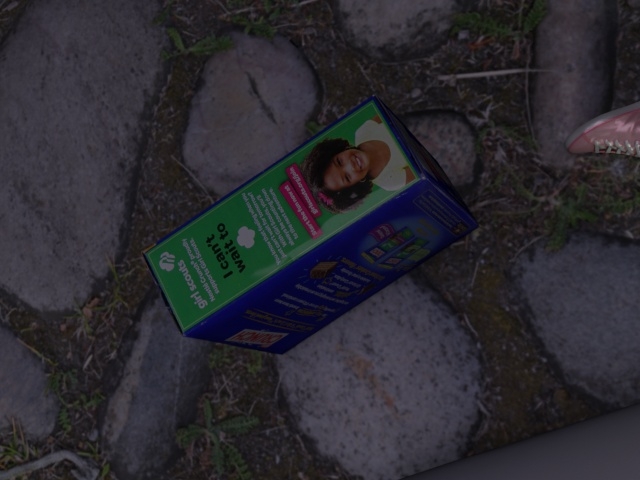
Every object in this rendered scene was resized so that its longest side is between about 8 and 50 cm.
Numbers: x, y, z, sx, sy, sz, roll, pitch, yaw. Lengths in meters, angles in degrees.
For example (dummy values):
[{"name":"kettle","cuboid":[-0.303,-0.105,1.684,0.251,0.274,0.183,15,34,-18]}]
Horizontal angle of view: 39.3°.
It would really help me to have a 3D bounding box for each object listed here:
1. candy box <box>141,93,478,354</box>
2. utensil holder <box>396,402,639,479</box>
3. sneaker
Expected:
[{"name":"candy box","cuboid":[0.000,0.000,1.055,0.317,0.268,0.122,-34,69,12]},{"name":"utensil holder","cuboid":[0.261,0.348,0.890,0.385,0.327,0.328,-22,75,18]},{"name":"sneaker","cuboid":[0.362,-0.118,1.059,0.134,0.051,0.070,-22,70,11]}]
